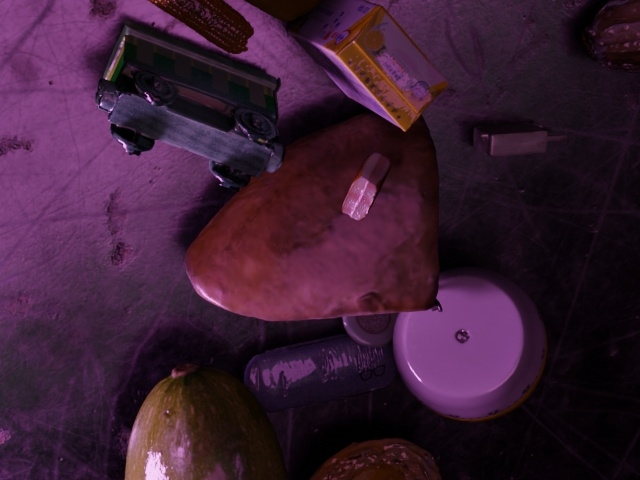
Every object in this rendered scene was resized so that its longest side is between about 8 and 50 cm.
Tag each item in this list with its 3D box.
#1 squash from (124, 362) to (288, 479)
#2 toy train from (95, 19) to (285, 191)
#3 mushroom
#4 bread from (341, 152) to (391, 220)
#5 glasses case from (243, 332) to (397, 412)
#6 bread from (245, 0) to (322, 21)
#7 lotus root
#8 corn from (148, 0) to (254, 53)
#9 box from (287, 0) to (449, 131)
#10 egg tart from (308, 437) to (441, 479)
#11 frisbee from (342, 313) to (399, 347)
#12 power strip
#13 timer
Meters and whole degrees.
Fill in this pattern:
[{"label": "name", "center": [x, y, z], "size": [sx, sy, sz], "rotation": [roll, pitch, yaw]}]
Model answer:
[{"label": "squash", "center": [-0.176, 0.355, 1.910], "size": [0.310, 0.310, 0.309], "rotation": [3, 94, -18]}, {"label": "toy train", "center": [-0.193, -0.199, 1.726], "size": [0.300, 0.202, 0.120], "rotation": [18, 126, -22]}, {"label": "mushroom", "center": [-0.016, -0.037, 1.824], "size": [0.397, 0.224, 0.314], "rotation": [-5, 113, -14]}, {"label": "bread", "center": [0.071, -0.086, 1.721], "size": [0.043, 0.062, 0.109], "rotation": [28, 82, 2]}, {"label": "glasses case", "center": [0.004, 0.227, 2.008], "size": [0.282, 0.067, 0.109], "rotation": [-11, 104, -17]}, {"label": "bread", "center": [-0.143, -0.463, 1.691], "size": [0.383, 0.112, 0.166], "rotation": [25, 101, -23]}, {"label": "lotus root", "center": [0.597, -0.357, 1.983], "size": [0.329, 0.078, 0.167], "rotation": [-10, 88, -12]}, {"label": "corn", "center": [-0.189, -0.354, 1.741], "size": [0.207, 0.068, 0.068], "rotation": [31, 98, -24]}, {"label": "box", "center": [0.066, -0.279, 1.739], "size": [0.097, 0.265, 0.168], "rotation": [-45, 113, 0]}, {"label": "egg tart", "center": [0.083, 0.471, 2.094], "size": [0.288, 0.118, 0.288], "rotation": [-5, 109, -14]}, {"label": "frisbee", "center": [0.089, 0.132, 2.000], "size": [0.110, 0.014, 0.110], "rotation": [5, 75, -18]}, {"label": "power strip", "center": [0.344, -0.173, 1.965], "size": [0.175, 0.075, 0.042], "rotation": [-5, 108, -15]}, {"label": "timer", "center": [0.268, 0.191, 2.004], "size": [0.285, 0.285, 0.285], "rotation": [-6, 110, -15]}]
